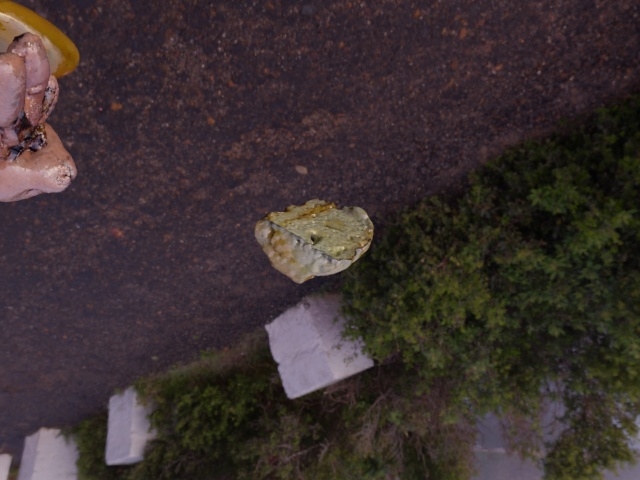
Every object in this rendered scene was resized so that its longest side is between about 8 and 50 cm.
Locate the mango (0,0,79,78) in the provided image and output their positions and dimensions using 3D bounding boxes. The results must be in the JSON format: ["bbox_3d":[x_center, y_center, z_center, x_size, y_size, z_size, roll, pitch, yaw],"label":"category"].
[{"bbox_3d":[-0.639,-0.430,0.993,0.139,0.113,0.253,-22,173,7],"label":"mango"}]

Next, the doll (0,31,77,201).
[{"bbox_3d":[-0.447,-0.164,0.709,0.156,0.201,0.303,36,138,-17],"label":"doll"}]

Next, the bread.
[{"bbox_3d":[0.000,0.000,0.656,0.128,0.232,0.087,25,110,13],"label":"bread"}]
